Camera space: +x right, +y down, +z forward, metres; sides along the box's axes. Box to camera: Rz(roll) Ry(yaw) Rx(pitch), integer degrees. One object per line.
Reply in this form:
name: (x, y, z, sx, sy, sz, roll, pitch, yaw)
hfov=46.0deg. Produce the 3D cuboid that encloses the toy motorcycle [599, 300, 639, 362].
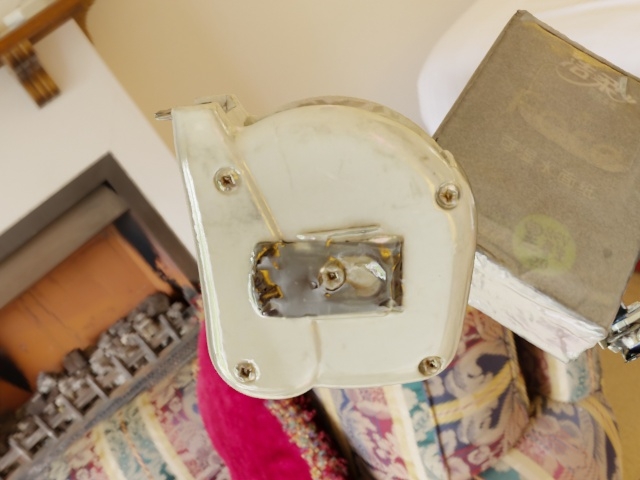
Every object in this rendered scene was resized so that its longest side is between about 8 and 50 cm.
toy motorcycle: (0.501, 0.090, 1.074, 0.221, 0.102, 0.150, -35, -13, 23)

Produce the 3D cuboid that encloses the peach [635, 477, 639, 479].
peach: (0.407, 0.330, 0.825, 0.158, 0.267, 0.154, -22, 32, 22)

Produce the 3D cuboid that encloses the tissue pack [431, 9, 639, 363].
tissue pack: (0.279, -0.085, 0.957, 0.394, 0.288, 0.124, -54, -5, -30)

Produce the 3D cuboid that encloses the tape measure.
tape measure: (0.000, 0.000, 0.647, 0.265, 0.258, 0.130, -5, 15, 7)
